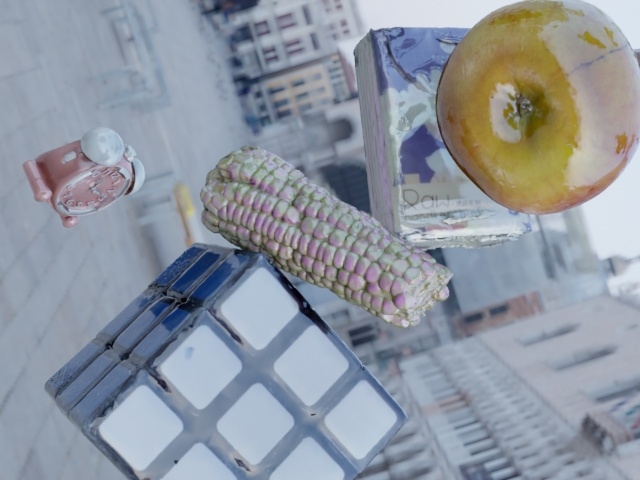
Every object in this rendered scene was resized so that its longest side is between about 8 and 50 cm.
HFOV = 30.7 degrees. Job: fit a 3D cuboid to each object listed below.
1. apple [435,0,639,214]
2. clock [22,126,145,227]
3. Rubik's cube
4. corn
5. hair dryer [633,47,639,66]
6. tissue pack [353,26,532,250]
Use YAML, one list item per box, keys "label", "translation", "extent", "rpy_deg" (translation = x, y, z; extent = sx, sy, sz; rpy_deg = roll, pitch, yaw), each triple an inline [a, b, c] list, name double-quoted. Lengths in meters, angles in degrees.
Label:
- label: "apple"
  translation: [0.287, -0.175, 1.515]
  extent: [0.233, 0.286, 0.286]
  rpy_deg: [-33, 107, -63]
- label: "clock"
  translation: [-0.368, -0.110, 1.836]
  extent: [0.093, 0.162, 0.166]
  rpy_deg: [64, 1, 24]
- label: "Rubik's cube"
  translation: [-0.132, 0.210, 1.496]
  extent: [0.304, 0.301, 0.305]
  rpy_deg: [49, -14, -15]
- label: "corn"
  translation: [0.001, -0.002, 1.412]
  extent: [0.335, 0.127, 0.127]
  rpy_deg: [30, -19, 21]
- label: "hair dryer"
  translation: [0.613, -0.341, 1.873]
  extent: [0.210, 0.125, 0.353]
  rpy_deg: [28, -71, 45]
- label: "tissue pack"
  translation: [0.190, -0.156, 1.826]
  extent: [0.125, 0.242, 0.344]
  rpy_deg: [153, -67, -66]
